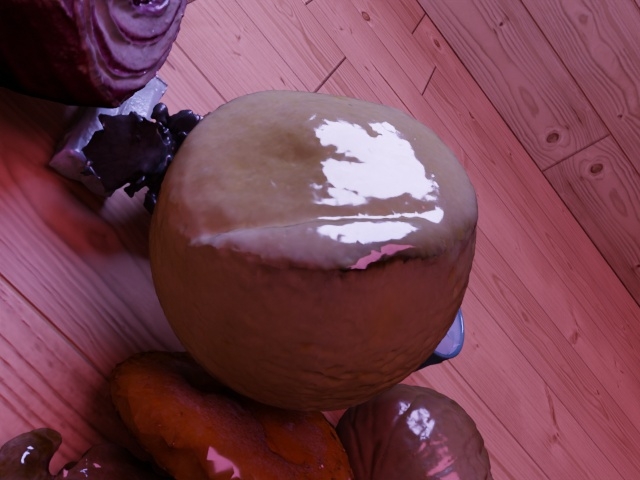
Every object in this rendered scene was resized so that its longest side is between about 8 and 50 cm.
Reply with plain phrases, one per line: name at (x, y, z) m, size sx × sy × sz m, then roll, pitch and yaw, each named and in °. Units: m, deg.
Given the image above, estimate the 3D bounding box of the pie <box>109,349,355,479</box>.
pie at (-0.077, 0.184, 0.622) m, size 0.273 × 0.069 × 0.273 m, roll 34°, pitch 9°, yaw -6°

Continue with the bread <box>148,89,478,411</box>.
bread at (-0.004, 0.008, 0.634) m, size 0.320 × 0.237 × 0.320 m, roll 14°, pitch 44°, yaw -14°

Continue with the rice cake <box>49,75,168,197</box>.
rice cake at (-0.250, -0.147, 0.778) m, size 0.085 × 0.040 × 0.226 m, roll 39°, pitch 37°, yaw -29°

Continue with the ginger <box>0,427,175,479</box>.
ginger at (-0.175, 0.235, 0.538) m, size 0.333 × 0.080 × 0.166 m, roll 14°, pitch 35°, yaw -46°

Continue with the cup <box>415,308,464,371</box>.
cup at (0.081, 0.110, 0.884) m, size 0.300 × 0.173 × 0.167 m, roll 3°, pitch 62°, yaw -50°

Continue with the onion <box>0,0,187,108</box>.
onion at (-0.300, -0.221, 0.667) m, size 0.314 × 0.280 × 0.146 m, roll -60°, pitch 157°, yaw -63°

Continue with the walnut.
walnut at (0.104, 0.282, 0.752) m, size 0.228 × 0.228 × 0.228 m, roll 33°, pitch 41°, yaw -34°

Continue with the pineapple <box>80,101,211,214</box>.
pineapple at (-0.147, -0.096, 0.752) m, size 0.279 × 0.158 × 0.157 m, roll 7°, pitch 58°, yaw -56°
